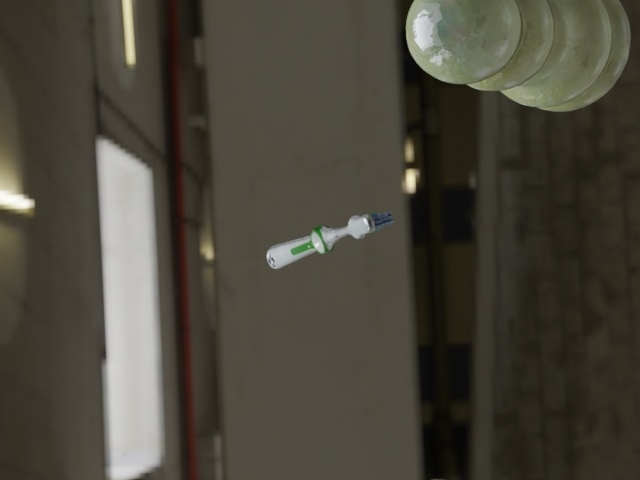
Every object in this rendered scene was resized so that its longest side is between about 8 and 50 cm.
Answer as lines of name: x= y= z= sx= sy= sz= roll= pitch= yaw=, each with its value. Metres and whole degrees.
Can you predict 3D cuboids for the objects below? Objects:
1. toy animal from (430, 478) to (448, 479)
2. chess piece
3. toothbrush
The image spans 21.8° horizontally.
toy animal: x=0.076 y=0.436 z=1.612 sx=0.302 sy=0.344 sz=0.194 roll=45 pitch=-169 yaw=28
chess piece: x=0.177 y=-0.197 z=1.578 sx=0.251 sy=0.144 sz=0.144 roll=-2 pitch=-92 yaw=-56
toothbrush: x=-0.002 y=0.000 z=1.627 sx=0.304 sy=0.030 sz=0.030 roll=160 pitch=108 yaw=-67
